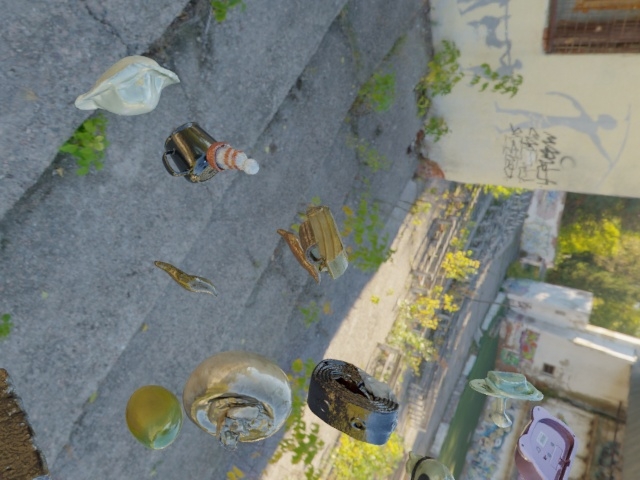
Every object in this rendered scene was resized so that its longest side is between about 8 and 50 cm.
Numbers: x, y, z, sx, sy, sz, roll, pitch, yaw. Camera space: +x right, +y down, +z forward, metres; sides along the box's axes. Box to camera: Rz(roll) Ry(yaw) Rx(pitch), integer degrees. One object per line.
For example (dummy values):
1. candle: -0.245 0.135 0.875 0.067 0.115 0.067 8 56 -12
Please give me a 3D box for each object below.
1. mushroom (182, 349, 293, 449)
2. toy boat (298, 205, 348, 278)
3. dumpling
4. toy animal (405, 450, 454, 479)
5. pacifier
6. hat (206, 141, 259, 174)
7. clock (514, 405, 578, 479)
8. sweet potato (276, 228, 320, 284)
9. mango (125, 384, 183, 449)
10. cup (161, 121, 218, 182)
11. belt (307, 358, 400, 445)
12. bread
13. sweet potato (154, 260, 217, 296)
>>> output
1. mushroom: -0.169 0.332 0.885 0.178 0.226 0.227 -92 168 -47
2. toy boat: 0.000 0.000 1.216 0.310 0.115 0.089 -105 172 -54
3. dumpling: -0.466 -0.371 1.031 0.251 0.179 0.132 -18 103 -12
4. toy animal: 0.235 0.542 0.957 0.225 0.093 0.121 85 21 -77
5. pacifier: 0.398 0.344 0.926 0.127 0.150 0.117 166 -69 -81
6. hat: -0.271 -0.258 1.383 0.112 0.162 0.094 -45 144 -60
7. clock: 0.440 0.414 0.863 0.152 0.110 0.050 -32 160 -42
8. sweet potato: -0.079 0.059 1.797 0.066 0.314 0.072 -39 156 7
9. mango: -0.404 0.430 1.052 0.130 0.194 0.092 -8 111 -24
10. cup: -0.441 -0.292 1.462 0.177 0.169 0.223 52 41 2
11. belt: 0.095 0.491 1.301 0.184 0.289 0.164 -14 120 -54
12. bread: -0.828 0.539 1.155 0.113 0.416 0.165 -15 129 -43
13. sweet potato: -0.471 0.136 1.515 0.060 0.249 0.069 -59 -167 19
